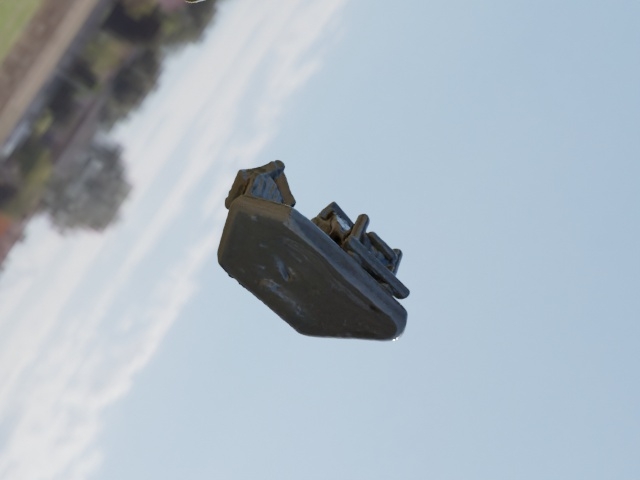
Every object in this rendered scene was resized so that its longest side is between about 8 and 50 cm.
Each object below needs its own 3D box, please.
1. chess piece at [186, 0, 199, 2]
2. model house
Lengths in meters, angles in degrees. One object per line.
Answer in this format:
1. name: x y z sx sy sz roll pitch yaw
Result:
1. chess piece: -0.115 -0.367 2.314 0.200 0.090 0.090 -26 162 -48
2. model house: -0.005 0.007 1.918 0.122 0.229 0.188 -44 -167 27
